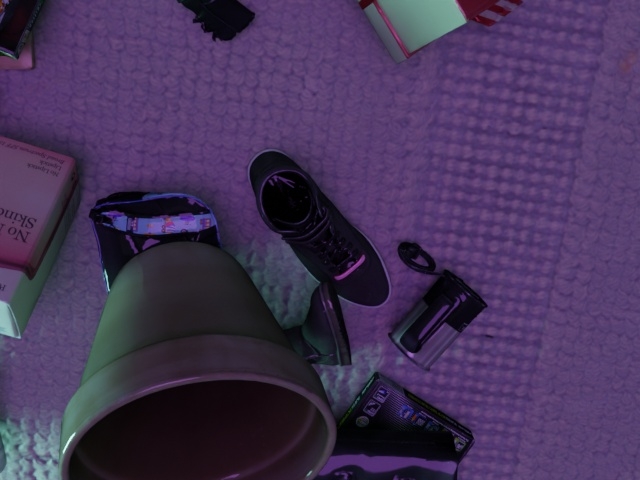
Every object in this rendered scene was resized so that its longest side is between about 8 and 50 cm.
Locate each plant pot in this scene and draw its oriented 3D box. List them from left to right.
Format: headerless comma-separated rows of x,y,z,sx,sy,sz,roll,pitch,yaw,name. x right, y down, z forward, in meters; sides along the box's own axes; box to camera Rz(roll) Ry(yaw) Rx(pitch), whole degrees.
-0.164,0.164,1.013,0.323,0.280,0.323,-8,134,-9,plant pot

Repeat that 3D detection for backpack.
-0.226,0.001,1.141,0.173,0.117,0.158,-9,102,2,backpack

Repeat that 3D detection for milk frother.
0.147,0.095,1.185,0.135,0.129,0.143,-49,55,9,milk frother

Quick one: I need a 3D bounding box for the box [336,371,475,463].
0.114,0.331,1.252,0.190,0.045,0.184,34,99,-7,box

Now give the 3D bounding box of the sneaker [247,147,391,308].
-0.001,0.000,1.128,0.104,0.147,0.296,-39,101,6,sneaker

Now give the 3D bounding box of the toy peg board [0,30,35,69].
-0.491,-0.316,1.090,0.161,0.079,0.161,-1,103,-1,toy peg board

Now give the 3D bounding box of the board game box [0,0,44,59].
-0.417,-0.386,1.056,0.136,0.030,0.260,23,83,-7,board game box

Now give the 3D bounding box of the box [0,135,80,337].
-0.438,-0.010,1.072,0.148,0.127,0.233,17,59,-5,box

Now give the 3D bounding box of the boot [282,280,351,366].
-0.066,0.149,1.175,0.208,0.076,0.190,-8,131,5,boot

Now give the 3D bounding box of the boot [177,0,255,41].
-0.129,-0.329,1.074,0.121,0.045,0.099,-27,134,30,boot

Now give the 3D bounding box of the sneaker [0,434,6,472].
-0.524,0.172,1.165,0.210,0.137,0.366,-27,98,8,sneaker

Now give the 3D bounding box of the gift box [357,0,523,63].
0.174,-0.390,0.994,0.276,0.258,0.255,-31,99,-14,gift box

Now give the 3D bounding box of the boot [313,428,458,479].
-0.030,0.437,1.208,0.444,0.146,0.367,2,122,-6,boot
